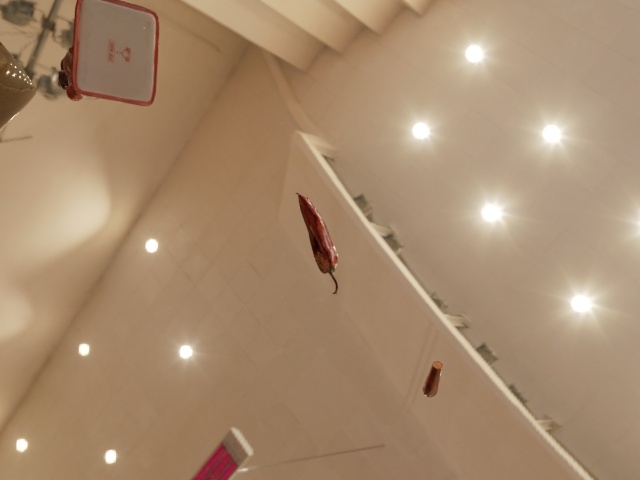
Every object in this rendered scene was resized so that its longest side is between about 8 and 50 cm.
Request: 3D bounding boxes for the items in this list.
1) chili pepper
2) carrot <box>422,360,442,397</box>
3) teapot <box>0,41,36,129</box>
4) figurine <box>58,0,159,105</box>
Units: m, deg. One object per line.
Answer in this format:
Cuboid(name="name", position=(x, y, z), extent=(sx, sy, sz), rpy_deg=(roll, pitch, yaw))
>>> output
Cuboid(name="chili pepper", position=(0.000, 0.000, 1.690), extent=(0.059, 0.050, 0.268), rpy_deg=(117, -42, -56))
Cuboid(name="carrot", position=(0.220, 0.273, 1.426), extent=(0.032, 0.032, 0.093), rpy_deg=(42, -38, 32))
Cuboid(name="teapot", position=(-0.369, -0.145, 0.594), extent=(0.175, 0.185, 0.268), rpy_deg=(-45, -82, -15))
Cuboid(name="figurine", position=(-0.431, -0.343, 1.406), extent=(0.226, 0.160, 0.184), rpy_deg=(0, -94, 53))
